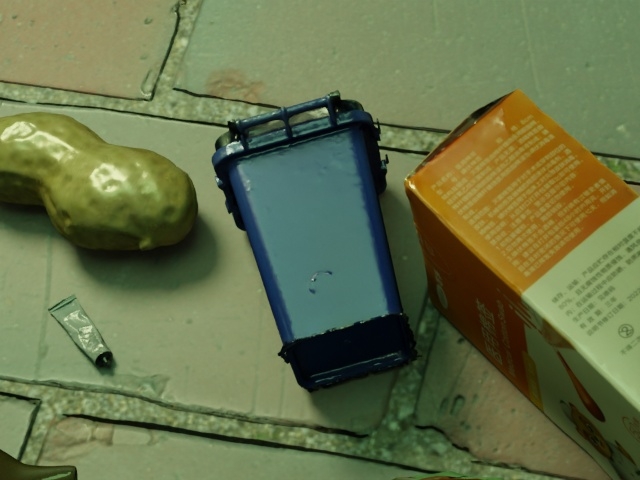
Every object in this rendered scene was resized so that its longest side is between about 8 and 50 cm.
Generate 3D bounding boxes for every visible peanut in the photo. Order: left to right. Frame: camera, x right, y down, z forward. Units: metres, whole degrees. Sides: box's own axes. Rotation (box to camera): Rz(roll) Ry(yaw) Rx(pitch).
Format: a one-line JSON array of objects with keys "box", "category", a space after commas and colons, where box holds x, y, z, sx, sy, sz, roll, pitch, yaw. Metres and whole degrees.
[{"box": [-0.239, -0.061, 1.922, 0.263, 0.101, 0.117, 25, 46, 23], "category": "peanut"}]

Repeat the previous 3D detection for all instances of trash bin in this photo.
[{"box": [0.000, 0.000, 1.805, 0.162, 0.184, 0.234, -15, 63, 2], "category": "trash bin"}]

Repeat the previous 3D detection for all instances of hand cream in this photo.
[{"box": [-0.227, 0.089, 1.880, 0.030, 0.019, 0.093, -34, 52, -9], "category": "hand cream"}]

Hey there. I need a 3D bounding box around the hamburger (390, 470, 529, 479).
[{"box": [0.103, 0.327, 1.612, 0.276, 0.150, 0.260, -32, 74, -37], "category": "hamburger"}]

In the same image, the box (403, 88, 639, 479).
[{"box": [0.235, 0.060, 1.694, 0.143, 0.225, 0.341, -37, 60, -12], "category": "box"}]

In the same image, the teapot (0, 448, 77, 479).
[{"box": [-0.308, 0.286, 1.689, 0.175, 0.185, 0.268, 34, 100, -4], "category": "teapot"}]
